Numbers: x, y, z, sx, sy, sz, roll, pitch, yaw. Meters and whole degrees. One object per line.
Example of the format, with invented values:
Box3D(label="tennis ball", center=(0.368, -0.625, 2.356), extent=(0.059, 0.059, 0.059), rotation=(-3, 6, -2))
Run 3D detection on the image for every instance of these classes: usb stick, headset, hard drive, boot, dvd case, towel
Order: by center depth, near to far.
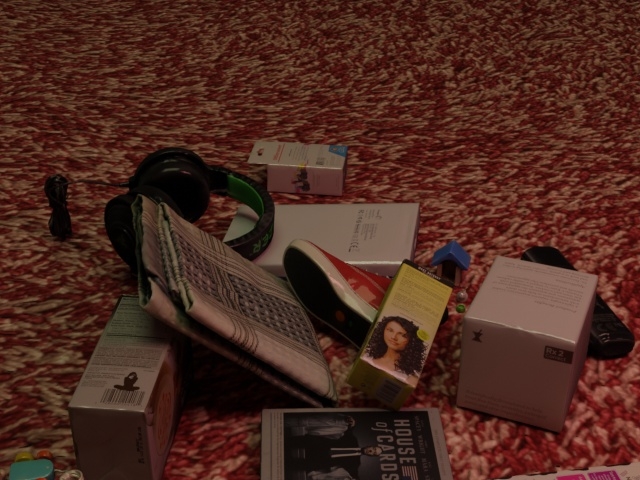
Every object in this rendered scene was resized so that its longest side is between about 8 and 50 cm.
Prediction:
Box3D(label="dvd case", center=(0.043, 0.278, 1.333), extent=(0.239, 0.029, 0.179), rotation=(-1, 31, -2))
Box3D(label="towel", center=(-0.122, 0.075, 1.477), extent=(0.324, 0.056, 0.312), rotation=(33, 18, -27))
Box3D(label="boot", center=(0.073, 0.067, 1.612), extent=(0.244, 0.088, 0.176), rotation=(41, 44, 21))
Box3D(label="usb stick", center=(0.398, 0.090, 1.652), extent=(0.077, 0.045, 0.278), rotation=(-1, 29, -17))
Box3D(label="headset", center=(-0.272, -0.034, 1.750), extent=(0.394, 0.185, 0.243), rotation=(14, 37, 8))
Box3D(label="hard drive", center=(0.000, 0.000, 1.764), extent=(0.319, 0.040, 0.210), rotation=(-1, 29, 11))

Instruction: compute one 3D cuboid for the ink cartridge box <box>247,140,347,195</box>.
Box3D(label="ink cartridge box", center=(-0.043, -0.139, 2.017), extent=(0.181, 0.061, 0.104), rotation=(5, 30, 5))

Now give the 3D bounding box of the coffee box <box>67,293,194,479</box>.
Box3D(label="coffee box", center=(-0.238, 0.195, 1.361), extent=(0.098, 0.141, 0.246), rotation=(3, 29, 4))

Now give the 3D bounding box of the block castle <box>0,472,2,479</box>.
Box3D(label="block castle", center=(-0.536, 0.268, 1.141), extent=(0.303, 0.212, 0.453), rotation=(-23, 38, -31))

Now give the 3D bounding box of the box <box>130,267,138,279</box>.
Box3D(label="box", center=(-0.262, 0.044, 1.739), extent=(0.067, 0.018, 0.083), rotation=(16, 33, 24))

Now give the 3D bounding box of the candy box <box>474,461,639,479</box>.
Box3D(label="candy box", center=(0.277, 0.325, 1.130), extent=(0.234, 0.159, 0.071), rotation=(-5, 32, -9))

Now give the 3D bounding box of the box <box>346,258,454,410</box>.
Box3D(label="box", center=(0.115, 0.126, 1.464), extent=(0.087, 0.058, 0.232), rotation=(28, 39, 0))

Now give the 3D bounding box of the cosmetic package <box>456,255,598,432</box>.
Box3D(label="cosmetic package", center=(0.288, 0.138, 1.458), extent=(0.151, 0.151, 0.183), rotation=(12, 32, 20))

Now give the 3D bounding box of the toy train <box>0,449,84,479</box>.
Box3D(label="toy train", center=(-0.364, 0.319, 1.240), extent=(0.125, 0.046, 0.166), rotation=(26, 42, 35))

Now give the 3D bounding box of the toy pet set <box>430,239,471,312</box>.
Box3D(label="toy pet set", center=(0.212, 0.055, 1.685), extent=(0.122, 0.065, 0.114), rotation=(9, 31, 13))
